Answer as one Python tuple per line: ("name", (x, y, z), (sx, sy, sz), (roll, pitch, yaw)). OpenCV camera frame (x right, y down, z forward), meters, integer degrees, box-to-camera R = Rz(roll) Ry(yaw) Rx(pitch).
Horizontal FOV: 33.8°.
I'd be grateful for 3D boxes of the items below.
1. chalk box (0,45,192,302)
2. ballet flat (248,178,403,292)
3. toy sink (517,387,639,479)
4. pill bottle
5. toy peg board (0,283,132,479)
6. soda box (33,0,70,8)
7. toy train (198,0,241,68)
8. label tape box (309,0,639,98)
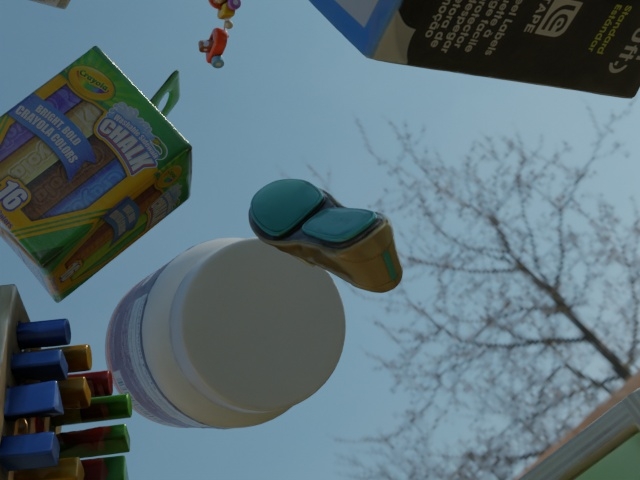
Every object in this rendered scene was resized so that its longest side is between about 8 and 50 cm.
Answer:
("chalk box", (-0.199, -0.070, 0.951), (0.213, 0.132, 0.132), (-40, -10, -16))
("ballet flat", (0.000, 0.000, 0.966), (0.080, 0.232, 0.073), (-37, -65, -13))
("toy sink", (0.128, 0.213, 0.514), (0.234, 0.153, 0.131), (-41, -48, 13))
("pill bottle", (-0.127, 0.118, 1.302), (0.224, 0.224, 0.392), (-31, 3, -23))
("toy peg board", (-0.193, 0.140, 0.793), (0.079, 0.161, 0.161), (-6, -44, -2))
("soda box", (-0.289, -0.370, 1.154), (0.069, 0.216, 0.074), (11, -17, -23))
("toy train", (-0.159, -0.345, 1.560), (0.046, 0.166, 0.125), (7, -33, -22))
("label tape box", (0.178, -0.216, 0.599), (0.347, 0.115, 0.249), (1, -52, -38))
